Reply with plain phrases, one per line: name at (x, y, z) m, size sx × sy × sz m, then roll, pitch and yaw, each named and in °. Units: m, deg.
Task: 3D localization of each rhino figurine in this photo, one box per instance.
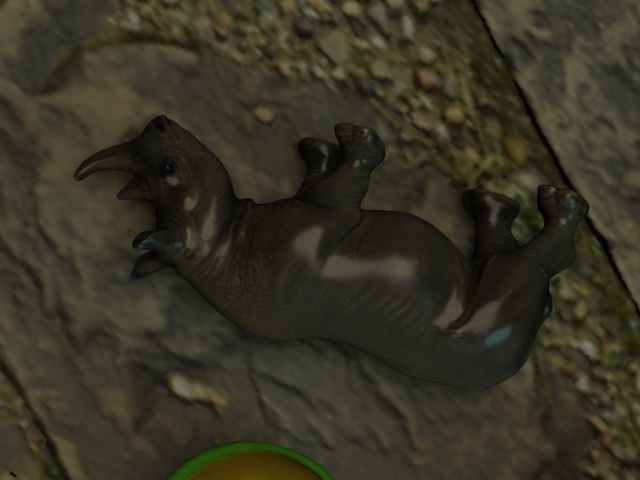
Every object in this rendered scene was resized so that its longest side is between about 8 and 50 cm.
rhino figurine at (0.000, 0.000, 0.737) m, size 0.243 × 0.073 × 0.106 m, roll 16°, pitch 76°, yaw -4°

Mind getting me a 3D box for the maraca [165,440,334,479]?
maraca at (-0.035, 0.183, 0.685) m, size 0.127 × 0.099 × 0.186 m, roll 14°, pitch 75°, yaw -26°
